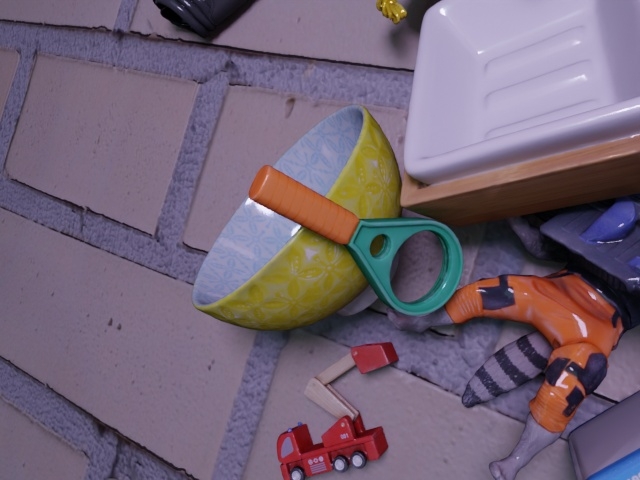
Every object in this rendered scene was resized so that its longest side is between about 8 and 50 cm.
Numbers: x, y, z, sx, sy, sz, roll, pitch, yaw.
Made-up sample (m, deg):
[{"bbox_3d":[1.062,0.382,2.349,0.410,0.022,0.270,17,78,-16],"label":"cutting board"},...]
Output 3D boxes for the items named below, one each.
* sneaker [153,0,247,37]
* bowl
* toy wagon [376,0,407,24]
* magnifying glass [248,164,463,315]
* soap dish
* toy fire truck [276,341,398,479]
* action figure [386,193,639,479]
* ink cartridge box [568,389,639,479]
[{"bbox_3d":[-0.241,-0.454,0.739,0.147,0.105,0.295,-44,73,7],"label":"sneaker"},{"bbox_3d":[0.000,0.000,0.534,0.156,0.289,0.289,39,103,-21],"label":"bowl"},{"bbox_3d":[0.202,-0.376,0.487,0.345,0.068,0.267,-33,39,15],"label":"toy wagon"},{"bbox_3d":[0.043,0.001,0.387,0.026,0.231,0.092,26,90,60],"label":"magnifying glass"},{"bbox_3d":[0.207,-0.152,0.433,0.229,0.118,0.290,-12,49,34],"label":"soap dish"},{"bbox_3d":[0.020,0.218,0.574,0.192,0.047,0.135,-24,74,20],"label":"toy fire truck"},{"bbox_3d":[0.241,0.031,0.477,0.330,0.178,0.341,-38,41,9],"label":"action figure"},{"bbox_3d":[0.442,0.265,0.320,0.286,0.166,0.394,-40,69,15],"label":"ink cartridge box"}]
